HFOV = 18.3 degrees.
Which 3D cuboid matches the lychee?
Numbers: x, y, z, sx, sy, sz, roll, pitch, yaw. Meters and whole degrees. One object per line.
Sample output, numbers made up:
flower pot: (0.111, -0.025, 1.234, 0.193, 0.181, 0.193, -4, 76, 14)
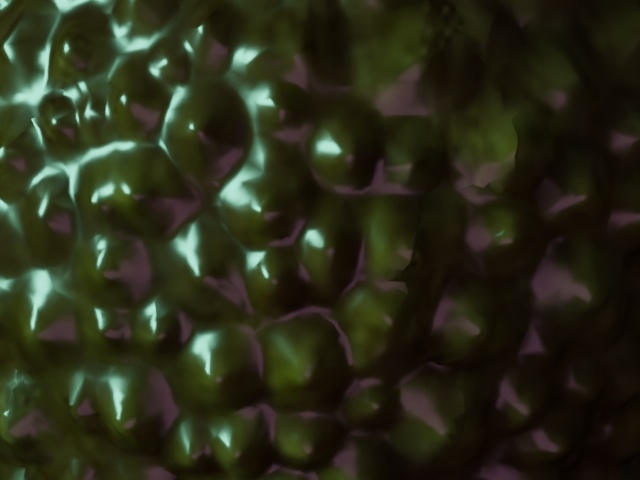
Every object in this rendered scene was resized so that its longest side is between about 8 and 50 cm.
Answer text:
lychee: (0.000, 0.000, 0.551, 0.267, 0.267, 0.267, -3, 118, -5)
